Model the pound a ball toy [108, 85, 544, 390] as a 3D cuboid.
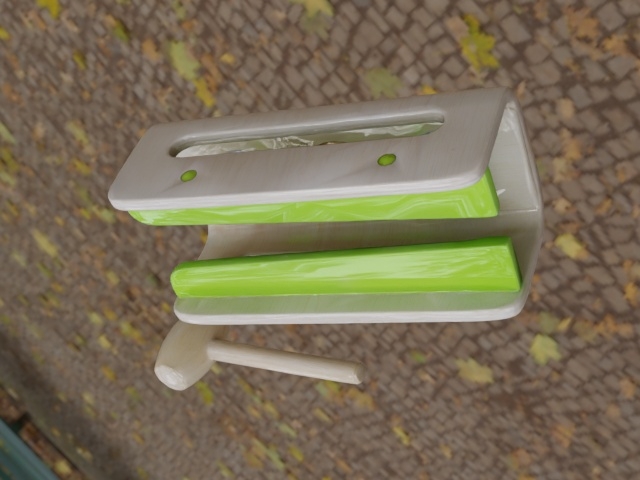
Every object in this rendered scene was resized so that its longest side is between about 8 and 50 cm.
[{"bbox_3d":[0.000,0.000,0.794,0.319,0.135,0.208,-3,131,26],"label":"pound a ball toy"}]
